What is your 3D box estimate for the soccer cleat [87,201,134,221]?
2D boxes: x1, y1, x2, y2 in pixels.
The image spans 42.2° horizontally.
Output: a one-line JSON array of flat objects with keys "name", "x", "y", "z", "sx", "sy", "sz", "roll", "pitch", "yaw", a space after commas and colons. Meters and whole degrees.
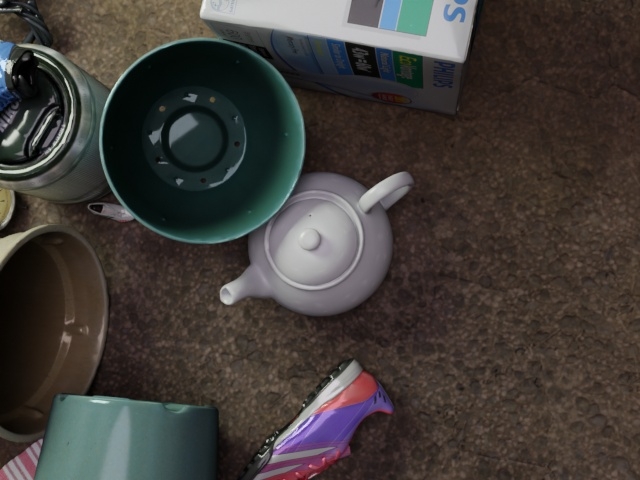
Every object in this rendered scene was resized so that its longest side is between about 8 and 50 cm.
[{"name": "soccer cleat", "x": -0.358, "y": -0.050, "z": 1.423, "sx": 0.083, "sy": 0.035, "sz": 0.029, "roll": 12, "pitch": 87, "yaw": 7}]

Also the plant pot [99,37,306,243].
[{"name": "plant pot", "x": -0.189, "y": -0.155, "z": 1.290, "sx": 0.293, "sy": 0.235, "sz": 0.292, "roll": -2, "pitch": 98, "yaw": -13}]

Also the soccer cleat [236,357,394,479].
[{"name": "soccer cleat", "x": -0.021, "y": 0.336, "z": 1.325, "sx": 0.116, "sy": 0.108, "sz": 0.318, "roll": 43, "pitch": 89, "yaw": 4}]

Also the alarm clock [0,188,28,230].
[{"name": "alarm clock", "x": -0.603, "y": -0.059, "z": 1.395, "sx": 0.192, "sy": 0.064, "sz": 0.129, "roll": -35, "pitch": 116, "yaw": -34}]

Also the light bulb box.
[{"name": "light bulb box", "x": 0.057, "y": -0.355, "z": 1.240, "sx": 0.361, "sy": 0.358, "sz": 0.225, "roll": 12, "pitch": 89, "yaw": 8}]

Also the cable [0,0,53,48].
[{"name": "cable", "x": -0.557, "y": -0.358, "z": 1.422, "sx": 0.185, "sy": 0.150, "sz": 0.047, "roll": -12, "pitch": 54, "yaw": 6}]

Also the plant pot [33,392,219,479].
[{"name": "plant pot", "x": -0.298, "y": 0.407, "z": 1.251, "sx": 0.341, "sy": 0.341, "sz": 0.334, "roll": 3, "pitch": 78, "yaw": 7}]

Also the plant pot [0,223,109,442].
[{"name": "plant pot", "x": -0.558, "y": 0.127, "z": 1.312, "sx": 0.306, "sy": 0.334, "sz": 0.333, "roll": 5, "pitch": 86, "yaw": 18}]

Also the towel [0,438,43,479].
[{"name": "towel", "x": -0.482, "y": 0.432, "z": 1.406, "sx": 0.197, "sy": 0.029, "sz": 0.144, "roll": -36, "pitch": 83, "yaw": 5}]

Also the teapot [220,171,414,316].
[{"name": "teapot", "x": 0.000, "y": 0.000, "z": 1.305, "sx": 0.253, "sy": 0.187, "sz": 0.255, "roll": 12, "pitch": 86, "yaw": 7}]

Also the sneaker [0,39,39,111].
[{"name": "sneaker", "x": -0.444, "y": -0.202, "z": 1.155, "sx": 0.085, "sy": 0.058, "sz": 0.152, "roll": 16, "pitch": 81, "yaw": 16}]

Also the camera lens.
[{"name": "camera lens", "x": -0.429, "y": -0.175, "z": 1.321, "sx": 0.220, "sy": 0.274, "sz": 0.219, "roll": 0, "pitch": 86, "yaw": 6}]
